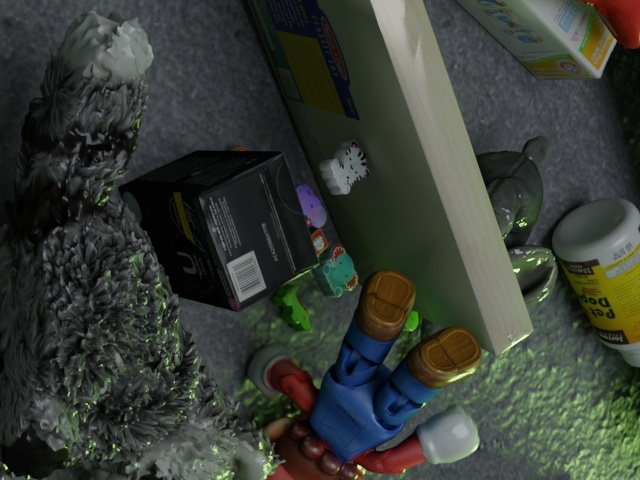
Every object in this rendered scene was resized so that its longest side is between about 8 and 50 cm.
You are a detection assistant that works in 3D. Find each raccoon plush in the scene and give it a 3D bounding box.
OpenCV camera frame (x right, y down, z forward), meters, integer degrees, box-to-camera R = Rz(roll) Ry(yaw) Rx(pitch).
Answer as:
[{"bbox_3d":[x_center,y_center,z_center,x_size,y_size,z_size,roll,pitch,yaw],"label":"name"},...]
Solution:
[{"bbox_3d":[-0.134,0.057,1.079,0.299,0.216,0.447,13,111,-41],"label":"raccoon plush"}]

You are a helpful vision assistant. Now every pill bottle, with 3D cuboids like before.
[{"bbox_3d":[0.390,0.059,1.569,0.117,0.117,0.215,-44,118,-24],"label":"pill bottle"}]

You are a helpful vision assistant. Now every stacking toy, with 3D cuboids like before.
[{"bbox_3d":[0.000,0.000,1.245,0.052,0.167,0.221,-44,119,-38],"label":"stacking toy"}]

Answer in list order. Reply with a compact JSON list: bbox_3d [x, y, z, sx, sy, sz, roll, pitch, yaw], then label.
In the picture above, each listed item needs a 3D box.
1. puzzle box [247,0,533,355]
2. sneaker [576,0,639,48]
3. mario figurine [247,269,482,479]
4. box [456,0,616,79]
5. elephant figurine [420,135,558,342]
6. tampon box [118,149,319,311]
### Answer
[{"bbox_3d":[0.057,-0.101,1.197,0.052,0.272,0.409,-30,116,-18],"label":"puzzle box"},{"bbox_3d":[0.266,-0.302,1.338,0.118,0.107,0.279,-47,118,-1],"label":"sneaker"},{"bbox_3d":[0.041,0.160,1.246,0.170,0.320,0.198,3,50,-30],"label":"mario figurine"},{"bbox_3d":[0.260,-0.291,1.442,0.203,0.103,0.114,36,74,-33],"label":"box"},{"bbox_3d":[0.184,0.026,1.414,0.169,0.185,0.240,-74,157,-62],"label":"elephant figurine"},{"bbox_3d":[-0.100,-0.014,1.174,0.101,0.161,0.121,-29,110,-30],"label":"tampon box"}]
